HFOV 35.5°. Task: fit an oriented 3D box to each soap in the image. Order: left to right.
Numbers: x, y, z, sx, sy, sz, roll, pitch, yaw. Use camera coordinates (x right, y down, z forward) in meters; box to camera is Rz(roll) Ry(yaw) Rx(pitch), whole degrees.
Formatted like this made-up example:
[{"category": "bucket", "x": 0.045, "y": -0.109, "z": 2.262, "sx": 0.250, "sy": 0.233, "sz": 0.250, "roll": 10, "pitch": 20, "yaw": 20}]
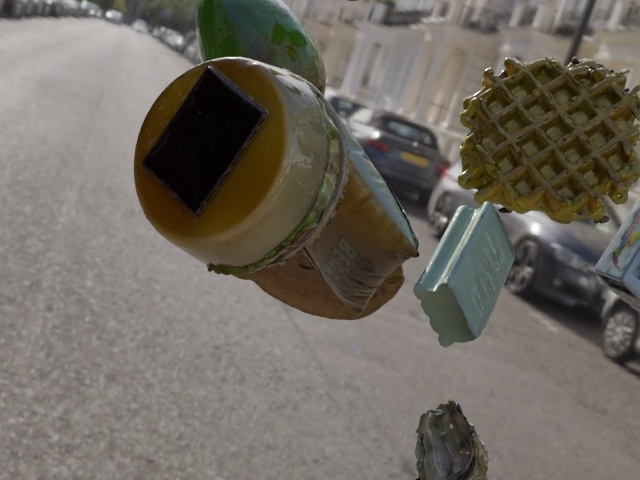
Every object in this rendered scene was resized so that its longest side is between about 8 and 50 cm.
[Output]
[{"category": "soap", "x": 0.209, "y": 0.047, "z": 1.413, "sx": 0.063, "sy": 0.114, "sz": 0.198, "roll": -9, "pitch": 33, "yaw": 36}]

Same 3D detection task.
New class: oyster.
[{"category": "oyster", "x": 0.205, "y": 0.354, "z": 1.584, "sx": 0.081, "sy": 0.191, "sz": 0.163, "roll": 18, "pitch": 17, "yaw": -40}]

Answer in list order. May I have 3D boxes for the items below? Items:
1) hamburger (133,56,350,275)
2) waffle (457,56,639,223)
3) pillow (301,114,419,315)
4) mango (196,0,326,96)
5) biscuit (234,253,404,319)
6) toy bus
[{"category": "hamburger", "x": -0.103, "y": -0.095, "z": 1.325, "sx": 0.300, "sy": 0.300, "sz": 0.176, "roll": 24, "pitch": 3, "yaw": 32}, {"category": "waffle", "x": 0.476, "y": -0.221, "z": 2.077, "sx": 0.382, "sy": 0.379, "sz": 0.095, "roll": 5, "pitch": -20, "yaw": 14}, {"category": "pillow", "x": 0.022, "y": -0.053, "z": 1.557, "sx": 0.312, "sy": 0.119, "sz": 0.310, "roll": 57, "pitch": -25, "yaw": 12}, {"category": "mango", "x": -0.114, "y": -0.342, "z": 1.842, "sx": 0.225, "sy": 0.201, "sz": 0.381, "roll": -2, "pitch": 56, "yaw": -27}, {"category": "biscuit", "x": 0.000, "y": -0.001, "z": 1.796, "sx": 0.344, "sy": 0.287, "sz": 0.057, "roll": 24, "pitch": 26, "yaw": -15}, {"category": "toy bus", "x": 0.534, "y": -0.047, "z": 1.427, "sx": 0.136, "sy": 0.329, "sz": 0.109, "roll": 34, "pitch": -1, "yaw": -19}]
